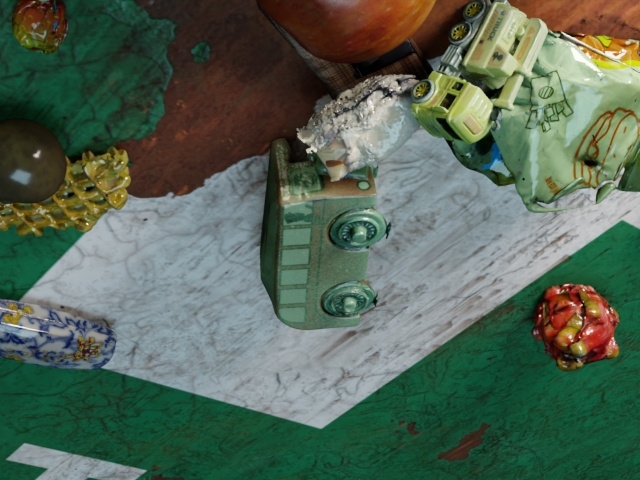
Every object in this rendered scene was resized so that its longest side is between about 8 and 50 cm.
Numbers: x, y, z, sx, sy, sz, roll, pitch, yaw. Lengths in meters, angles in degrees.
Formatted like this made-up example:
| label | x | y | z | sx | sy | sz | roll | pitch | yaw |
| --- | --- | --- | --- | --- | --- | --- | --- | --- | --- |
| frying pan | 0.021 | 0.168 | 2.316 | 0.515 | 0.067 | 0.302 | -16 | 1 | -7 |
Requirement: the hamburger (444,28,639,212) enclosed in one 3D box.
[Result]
| label | x | y | z | sx | sy | sz | roll | pitch | yaw |
| --- | --- | --- | --- | --- | --- | --- | --- | --- | --- |
| hamburger | 0.302 | -0.123 | 1.393 | 0.260 | 0.150 | 0.276 | 20 | 134 | -32 |

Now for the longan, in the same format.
| label | x | y | z | sx | sy | sz | roll | pitch | yaw |
| --- | --- | --- | --- | --- | --- | --- | --- | --- | --- |
| longan | -0.349 | -0.085 | 1.326 | 0.106 | 0.106 | 0.119 | 4 | 134 | -18 |

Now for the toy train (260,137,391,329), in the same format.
| label | x | y | z | sx | sy | sz | roll | pitch | yaw |
| --- | --- | --- | --- | --- | --- | --- | --- | --- | --- |
| toy train | 0.000 | 0.000 | 1.501 | 0.159 | 0.129 | 0.326 | -2 | 142 | -5 |

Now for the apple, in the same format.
| label | x | y | z | sx | sy | sz | roll | pitch | yaw |
| --- | --- | --- | --- | --- | --- | --- | --- | --- | --- |
| apple | 0.027 | -0.285 | 1.063 | 0.230 | 0.230 | 0.230 | -7 | 143 | -5 |

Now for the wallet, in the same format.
| label | x | y | z | sx | sy | sz | roll | pitch | yaw |
| --- | --- | --- | --- | --- | --- | --- | --- | --- | --- |
| wallet | 0.034 | -0.226 | 1.281 | 0.124 | 0.042 | 0.230 | -23 | 142 | 18 |

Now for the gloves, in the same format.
| label | x | y | z | sx | sy | sz | roll | pitch | yaw |
| --- | --- | --- | --- | --- | --- | --- | --- | --- | --- |
| gloves | 0.052 | -0.141 | 1.315 | 0.153 | 0.070 | 0.114 | -29 | 142 | 8 |

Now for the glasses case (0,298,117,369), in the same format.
| label | x | y | z | sx | sy | sz | roll | pitch | yaw |
| --- | --- | --- | --- | --- | --- | --- | --- | --- | --- |
| glasses case | -0.411 | 0.133 | 1.624 | 0.248 | 0.065 | 0.087 | 16 | 133 | -29 |

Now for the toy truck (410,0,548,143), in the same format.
| label | x | y | z | sx | sy | sz | roll | pitch | yaw |
| --- | --- | --- | --- | --- | --- | --- | --- | --- | --- |
| toy truck | 0.183 | -0.188 | 1.273 | 0.077 | 0.100 | 0.169 | 41 | 79 | -44 |

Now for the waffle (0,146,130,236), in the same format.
| label | x | y | z | sx | sy | sz | roll | pitch | yaw |
| --- | --- | --- | --- | --- | --- | --- | --- | --- | --- |
| waffle | -0.334 | -0.061 | 1.406 | 0.192 | 0.046 | 0.160 | 5 | 143 | -19 |

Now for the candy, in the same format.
| label | x | y | z | sx | sy | sz | roll | pitch | yaw |
| --- | --- | --- | --- | --- | --- | --- | --- | --- | --- |
| candy | -0.269 | -0.275 | 1.149 | 0.060 | 0.060 | 0.201 | 8 | 132 | -23 |

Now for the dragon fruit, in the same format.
| label | x | y | z | sx | sy | sz | roll | pitch | yaw |
| --- | --- | --- | --- | --- | --- | --- | --- | --- | --- |
| dragon fruit | 0.395 | 0.140 | 1.776 | 0.133 | 0.208 | 0.150 | -42 | 91 | 17 |
